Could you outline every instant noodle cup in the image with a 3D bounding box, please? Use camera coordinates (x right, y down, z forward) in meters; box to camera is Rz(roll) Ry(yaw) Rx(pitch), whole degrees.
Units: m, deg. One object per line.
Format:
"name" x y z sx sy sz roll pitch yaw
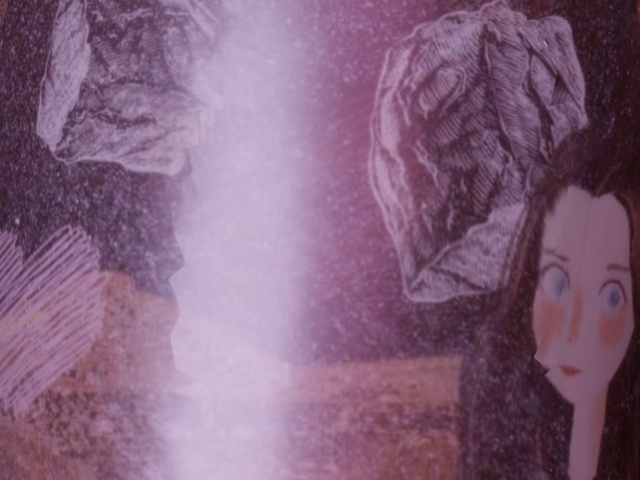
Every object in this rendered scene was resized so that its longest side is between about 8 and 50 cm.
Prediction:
"instant noodle cup" 0.000 0.000 0.466 0.217 0.217 0.207 5 84 -2
